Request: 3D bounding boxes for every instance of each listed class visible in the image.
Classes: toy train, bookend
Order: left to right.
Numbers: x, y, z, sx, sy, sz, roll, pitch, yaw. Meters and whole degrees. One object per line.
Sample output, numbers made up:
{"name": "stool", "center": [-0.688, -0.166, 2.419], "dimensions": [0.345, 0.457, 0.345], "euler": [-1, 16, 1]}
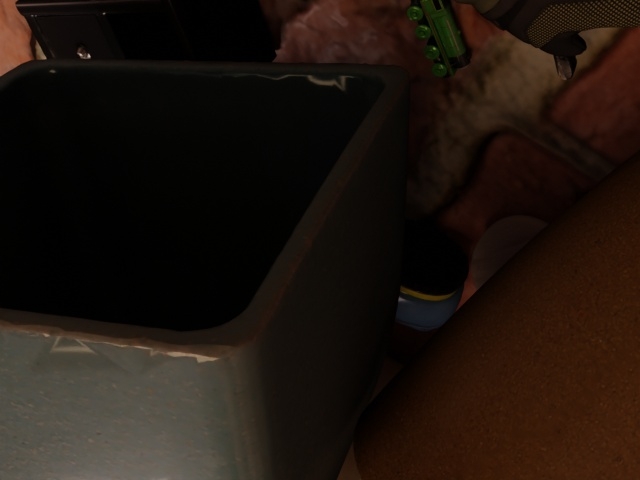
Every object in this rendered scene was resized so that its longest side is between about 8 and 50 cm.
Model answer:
{"name": "bookend", "center": [-0.130, -0.160, 0.619], "dimensions": [0.156, 0.072, 0.157], "euler": [7, 135, 32]}
{"name": "toy train", "center": [0.061, -0.127, 0.558], "dimensions": [0.024, 0.017, 0.083], "euler": [-9, 126, 30]}

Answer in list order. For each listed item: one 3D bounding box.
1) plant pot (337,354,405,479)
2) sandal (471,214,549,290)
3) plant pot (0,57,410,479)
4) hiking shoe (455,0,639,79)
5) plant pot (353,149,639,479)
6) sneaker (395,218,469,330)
{"name": "plant pot", "center": [0.033, 0.224, 0.753], "dimensions": [0.305, 0.334, 0.334], "euler": [37, 145, 15]}
{"name": "sandal", "center": [0.209, 0.080, 0.636], "dimensions": [0.265, 0.076, 0.102], "euler": [50, 123, 13]}
{"name": "plant pot", "center": [-0.087, 0.067, 0.543], "dimensions": [0.247, 0.248, 0.252], "euler": [4, 124, 19]}
{"name": "hiking shoe", "center": [0.157, -0.150, 0.424], "dimensions": [0.114, 0.086, 0.227], "euler": [30, 148, -25]}
{"name": "plant pot", "center": [0.180, 0.058, 0.480], "dimensions": [0.237, 0.237, 0.254], "euler": [32, 109, 3]}
{"name": "sneaker", "center": [0.000, 0.000, 0.702], "dimensions": [0.209, 0.069, 0.082], "euler": [29, 147, 7]}
